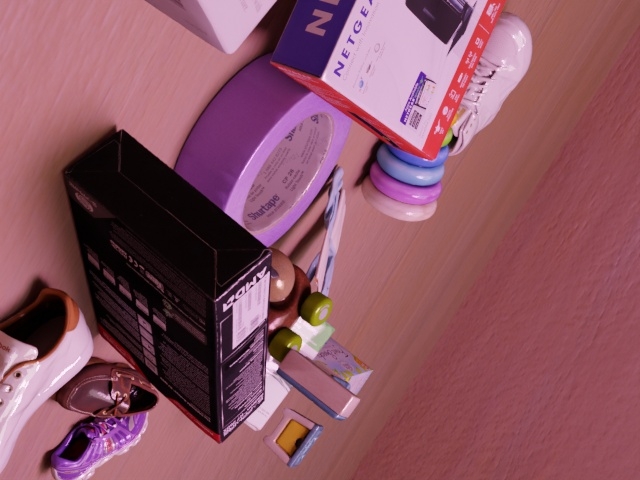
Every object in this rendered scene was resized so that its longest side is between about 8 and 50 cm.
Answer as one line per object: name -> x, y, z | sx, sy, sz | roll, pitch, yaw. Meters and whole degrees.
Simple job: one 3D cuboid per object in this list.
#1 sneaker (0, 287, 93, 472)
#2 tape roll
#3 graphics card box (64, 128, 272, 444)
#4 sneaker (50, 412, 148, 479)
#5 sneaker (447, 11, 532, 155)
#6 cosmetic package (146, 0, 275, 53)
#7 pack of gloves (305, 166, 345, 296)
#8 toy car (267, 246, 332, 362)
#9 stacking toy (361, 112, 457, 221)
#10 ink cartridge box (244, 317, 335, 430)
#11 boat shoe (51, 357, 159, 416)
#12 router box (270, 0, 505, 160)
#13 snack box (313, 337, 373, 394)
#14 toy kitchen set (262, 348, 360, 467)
sneaker -> -0.366, 0.164, 1.184 | 0.290, 0.106, 0.123 | -55, 159, -32
tape roll -> -0.073, -0.110, 1.439 | 0.275, 0.090, 0.275 | -48, 162, -21
graphics card box -> -0.170, 0.067, 1.272 | 0.094, 0.233, 0.371 | -42, 158, -25
sneaker -> -0.314, 0.280, 1.570 | 0.170, 0.068, 0.071 | -42, 153, -33
sneaker -> 0.296, -0.279, 2.060 | 0.169, 0.108, 0.292 | -46, 162, -35
cosmetic package -> -0.021, -0.408, 0.902 | 0.453, 0.161, 0.230 | -52, 162, -9
pack of gloves -> 0.000, 0.000, 1.834 | 0.195, 0.046, 0.232 | 84, 16, -62
toy car -> -0.090, 0.069, 1.643 | 0.149, 0.155, 0.188 | -50, 152, -16
stacking toy -> 0.183, -0.202, 1.888 | 0.141, 0.141, 0.330 | -30, 146, -53
ink cartridge box -> -0.097, 0.185, 1.795 | 0.087, 0.153, 0.208 | 40, 83, -32
boat shoe -> -0.286, 0.206, 1.496 | 0.073, 0.073, 0.207 | -56, 161, 9
router box -> 0.113, -0.303, 1.353 | 0.301, 0.082, 0.335 | 24, 90, -56
snack box -> -0.012, 0.229, 2.079 | 0.070, 0.174, 0.207 | -57, 162, 11
toy kitchen set -> -0.020, 0.281, 1.698 | 0.166, 0.122, 0.207 | -54, 160, -2
